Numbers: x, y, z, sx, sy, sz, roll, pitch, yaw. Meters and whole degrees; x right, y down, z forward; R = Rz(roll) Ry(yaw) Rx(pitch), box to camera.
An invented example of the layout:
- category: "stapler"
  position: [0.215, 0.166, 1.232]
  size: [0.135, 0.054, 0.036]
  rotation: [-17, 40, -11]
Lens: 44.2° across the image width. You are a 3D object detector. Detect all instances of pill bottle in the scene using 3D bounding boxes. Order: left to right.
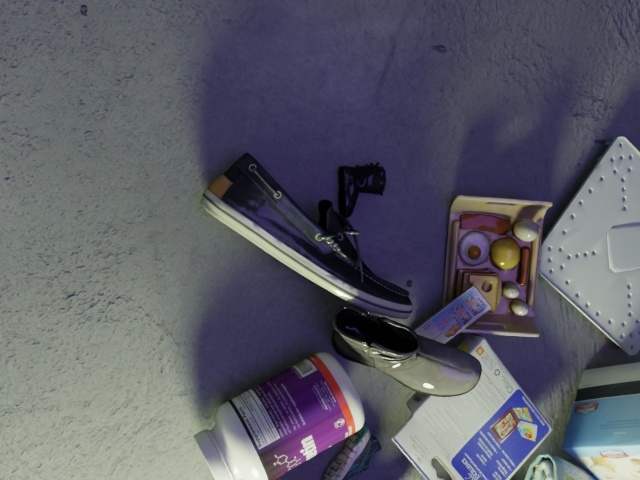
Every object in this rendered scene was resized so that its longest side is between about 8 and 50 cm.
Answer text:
- category: "pill bottle"
  position: [-0.084, 0.372, 1.594]
  size: [0.323, 0.181, 0.181]
  rotation: [-27, 102, -15]

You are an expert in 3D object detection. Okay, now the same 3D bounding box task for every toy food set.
- category: "toy food set"
  position: [0.395, 0.058, 1.754]
  size: [0.220, 0.092, 0.306]
  rotation: [3, 95, -6]

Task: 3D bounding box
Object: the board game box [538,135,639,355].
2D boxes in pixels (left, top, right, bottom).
- category: "board game box"
  position: [0.729, 0.015, 1.914]
  size: [0.390, 0.050, 0.390]
  rotation: [39, 81, -18]

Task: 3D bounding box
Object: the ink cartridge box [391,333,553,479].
- category: "ink cartridge box"
  position: [0.333, 0.422, 1.764]
  size: [0.307, 0.072, 0.303]
  rotation: [-42, 108, -13]

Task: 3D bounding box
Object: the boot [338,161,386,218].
- category: "boot"
  position: [0.090, -0.108, 1.691]
  size: [0.099, 0.045, 0.121]
  rotation: [-2, 94, -21]

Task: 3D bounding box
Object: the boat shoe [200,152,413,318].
- category: "boat shoe"
  position: [0.000, 0.000, 1.597]
  size: [0.500, 0.187, 0.156]
  rotation: [34, 89, -13]

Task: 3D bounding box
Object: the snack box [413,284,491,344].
- category: "snack box"
  position: [0.285, 0.176, 1.731]
  size: [0.178, 0.022, 0.064]
  rotation: [-39, 89, 10]

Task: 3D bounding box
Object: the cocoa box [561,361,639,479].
- category: "cocoa box"
  position: [0.769, 0.424, 1.773]
  size: [0.231, 0.347, 0.228]
  rotation: [40, 57, -18]

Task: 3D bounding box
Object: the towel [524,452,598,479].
- category: "towel"
  position: [0.548, 0.708, 1.832]
  size: [0.320, 0.090, 0.374]
  rotation: [32, 76, -40]

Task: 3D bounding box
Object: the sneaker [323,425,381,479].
- category: "sneaker"
  position: [0.073, 0.491, 1.722]
  size: [0.076, 0.065, 0.166]
  rotation: [41, 83, -21]

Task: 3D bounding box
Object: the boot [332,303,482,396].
- category: "boot"
  position: [0.180, 0.231, 1.599]
  size: [0.338, 0.223, 0.118]
  rotation: [13, 74, 1]
